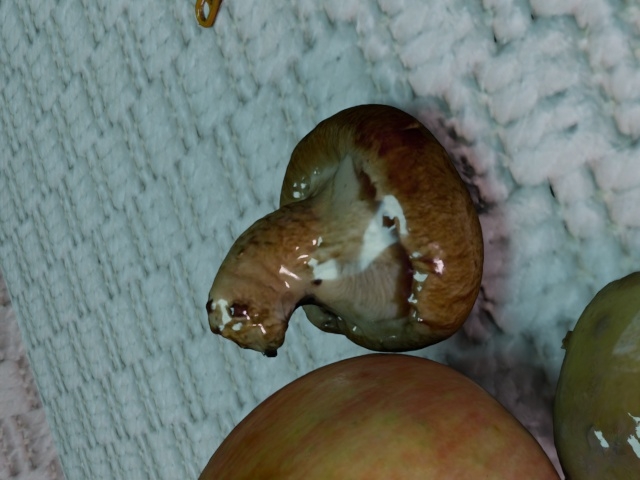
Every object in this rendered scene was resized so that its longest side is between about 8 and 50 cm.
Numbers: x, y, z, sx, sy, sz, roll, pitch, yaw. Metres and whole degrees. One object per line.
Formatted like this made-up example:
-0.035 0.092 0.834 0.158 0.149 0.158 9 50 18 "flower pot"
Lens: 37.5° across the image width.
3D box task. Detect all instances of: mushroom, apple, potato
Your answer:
0.036 -0.008 0.932 0.267 0.254 0.267 4 98 27 "mushroom"
0.048 0.314 0.846 0.391 0.347 0.391 48 159 26 "apple"
0.279 0.169 0.727 0.239 0.116 0.299 -24 84 50 "potato"

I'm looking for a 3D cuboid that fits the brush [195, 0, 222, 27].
-0.099 -0.370 1.132 0.090 0.017 0.314 63 144 22 "brush"
